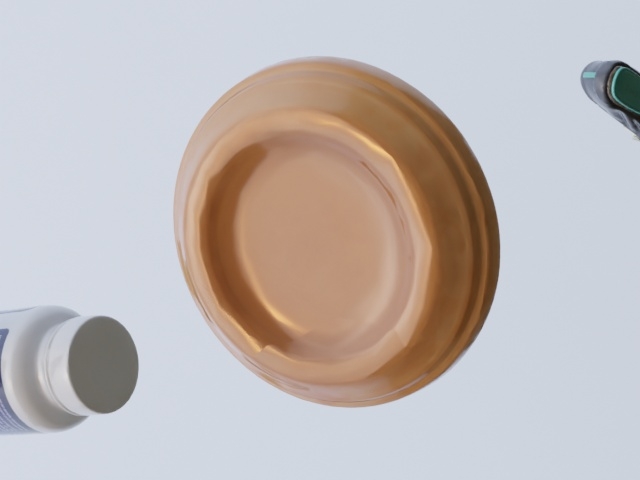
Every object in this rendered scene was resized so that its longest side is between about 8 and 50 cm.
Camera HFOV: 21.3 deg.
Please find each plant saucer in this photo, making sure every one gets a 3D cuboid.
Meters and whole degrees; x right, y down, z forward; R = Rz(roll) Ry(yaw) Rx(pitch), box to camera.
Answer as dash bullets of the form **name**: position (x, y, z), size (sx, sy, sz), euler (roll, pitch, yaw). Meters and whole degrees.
- **plant saucer**: position (0.000, 0.000, 0.936), size (0.037, 0.200, 0.200), euler (-27, -60, -59)

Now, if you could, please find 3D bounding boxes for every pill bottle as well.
- **pill bottle**: position (-0.253, 0.113, 1.481), size (0.112, 0.187, 0.112), euler (11, -104, -50)

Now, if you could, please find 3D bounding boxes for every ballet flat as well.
- **ballet flat**: position (0.362, -0.151, 1.938), size (0.203, 0.074, 0.074), euler (27, -99, -41)
